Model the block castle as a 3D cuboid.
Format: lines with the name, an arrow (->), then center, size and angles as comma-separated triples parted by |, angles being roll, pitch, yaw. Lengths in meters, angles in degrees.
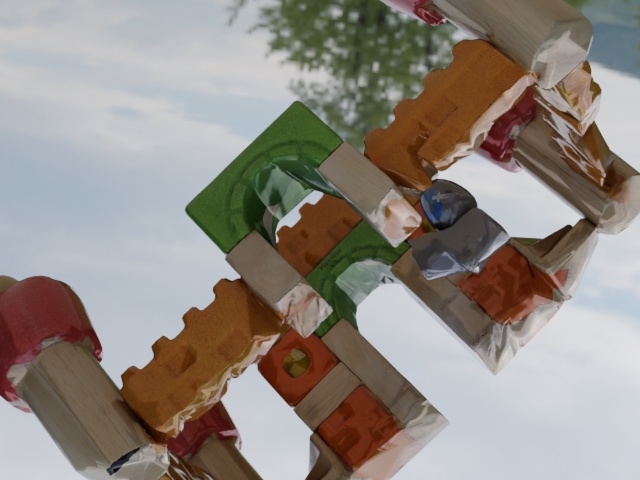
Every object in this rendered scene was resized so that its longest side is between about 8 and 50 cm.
block castle -> 0.000, 0.000, 0.954 | 0.213, 0.453, 0.303 | 44, 178, 35
